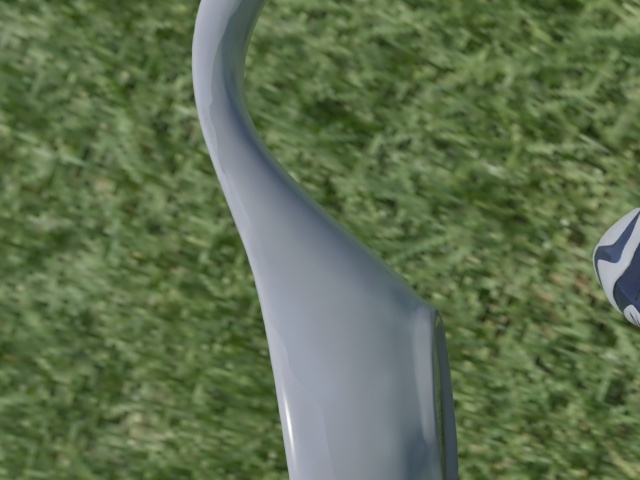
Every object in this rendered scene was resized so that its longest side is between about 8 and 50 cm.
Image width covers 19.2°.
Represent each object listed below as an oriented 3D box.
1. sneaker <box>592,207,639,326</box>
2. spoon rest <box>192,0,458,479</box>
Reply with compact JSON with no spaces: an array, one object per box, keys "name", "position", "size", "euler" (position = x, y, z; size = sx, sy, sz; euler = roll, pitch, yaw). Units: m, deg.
[{"name":"sneaker","position":[0.304,-0.009,1.291],"size":[0.235,0.094,0.153],"euler":[-38,34,10]},{"name":"spoon rest","position":[0.000,0.000,0.642],"size":[0.084,0.137,0.276],"euler":[-4,70,9]}]
